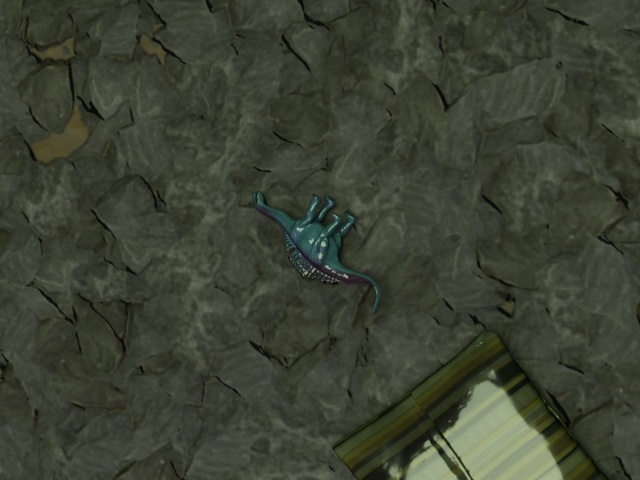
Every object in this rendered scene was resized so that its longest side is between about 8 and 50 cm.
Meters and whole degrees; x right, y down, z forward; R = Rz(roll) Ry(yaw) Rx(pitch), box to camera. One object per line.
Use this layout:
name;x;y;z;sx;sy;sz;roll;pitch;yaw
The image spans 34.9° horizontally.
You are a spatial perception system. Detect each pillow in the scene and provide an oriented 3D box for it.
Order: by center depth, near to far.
pillow;0.154;0.231;1.021;0.208;0.052;0.212;-38;78;4

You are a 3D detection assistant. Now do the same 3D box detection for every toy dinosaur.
toy dinosaur;0.000;0.000;1.090;0.197;0.045;0.080;42;108;21
